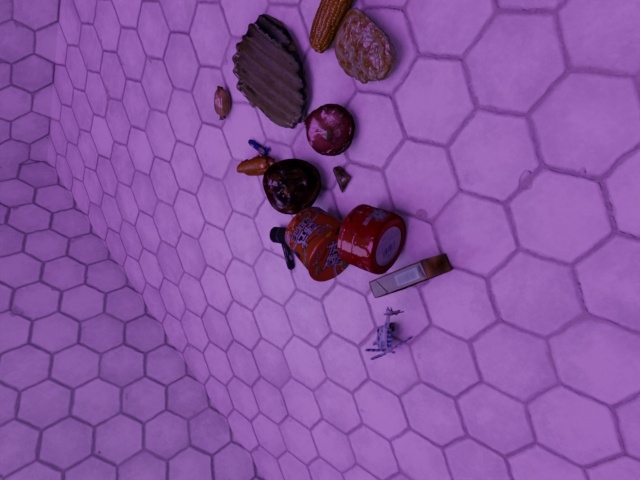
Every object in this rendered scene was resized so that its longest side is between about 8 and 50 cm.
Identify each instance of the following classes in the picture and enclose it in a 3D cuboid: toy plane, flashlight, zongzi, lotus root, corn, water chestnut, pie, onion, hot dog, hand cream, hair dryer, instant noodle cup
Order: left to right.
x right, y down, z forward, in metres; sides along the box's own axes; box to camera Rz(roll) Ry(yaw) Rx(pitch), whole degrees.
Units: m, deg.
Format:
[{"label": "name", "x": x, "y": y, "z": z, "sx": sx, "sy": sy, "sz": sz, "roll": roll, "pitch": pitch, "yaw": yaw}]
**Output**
[{"label": "lotus root", "x": -0.425, "y": -0.592, "z": 2.055, "sx": 0.073, "sy": 0.062, "sz": 0.150, "roll": 9, "pitch": 116, "yaw": 16}, {"label": "flashlight", "x": -0.264, "y": -0.391, "z": 2.005, "sx": 0.121, "sy": 0.036, "sz": 0.057, "roll": 38, "pitch": 132, "yaw": 25}, {"label": "hot dog", "x": -0.261, "y": -0.316, "z": 1.995, "sx": 0.249, "sy": 0.102, "sz": 0.076, "roll": 4, "pitch": 80, "yaw": 50}, {"label": "hair dryer", "x": -0.139, "y": 0.046, "z": 2.053, "sx": 0.125, "sy": 0.072, "sz": 0.218, "roll": 9, "pitch": 119, "yaw": 40}, {"label": "water chestnut", "x": -0.110, "y": -0.206, "z": 1.806, "sx": 0.224, "sy": 0.238, "sz": 0.223, "roll": 0, "pitch": 86, "yaw": 2}, {"label": "instant noodle cup", "x": 0.000, "y": 0.000, "z": 1.792, "sx": 0.192, "sy": 0.251, "sz": 0.250, "roll": 42, "pitch": 131, "yaw": 36}, {"label": "onion", "x": 0.030, "y": -0.389, "z": 1.669, "sx": 0.147, "sy": 0.184, "sz": 0.183, "roll": -116, "pitch": 17, "yaw": -74}, {"label": "corn", "x": 0.040, "y": -0.753, "z": 1.537, "sx": 0.102, "sy": 0.102, "sz": 0.313, "roll": 51, "pitch": 135, "yaw": 15}, {"label": "zongzi", "x": 0.071, "y": -0.228, "z": 1.770, "sx": 0.076, "sy": 0.040, "sz": 0.083, "roll": 52, "pitch": 151, "yaw": 23}, {"label": "pie", "x": 0.141, "y": -0.609, "z": 1.510, "sx": 0.248, "sy": 0.090, "sz": 0.201, "roll": 51, "pitch": 144, "yaw": 16}, {"label": "hand cream", "x": 0.178, "y": -0.003, "z": 1.626, "sx": 0.150, "sy": 0.230, "sz": 0.230, "roll": 25, "pitch": 122, "yaw": 33}, {"label": "toy plane", "x": 0.233, "y": 0.334, "z": 1.757, "sx": 0.107, "sy": 0.182, "sz": 0.273, "roll": -111, "pitch": -3, "yaw": -47}]

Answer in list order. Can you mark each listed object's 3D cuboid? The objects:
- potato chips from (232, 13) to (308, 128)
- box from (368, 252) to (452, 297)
[{"label": "potato chips", "x": -0.186, "y": -0.638, "z": 1.818, "sx": 0.429, "sy": 0.070, "sz": 0.358, "roll": 45, "pitch": 134, "yaw": 22}, {"label": "box", "x": 0.303, "y": 0.121, "z": 1.607, "sx": 0.240, "sy": 0.160, "sz": 0.071, "roll": -30, "pitch": 78, "yaw": 46}]
